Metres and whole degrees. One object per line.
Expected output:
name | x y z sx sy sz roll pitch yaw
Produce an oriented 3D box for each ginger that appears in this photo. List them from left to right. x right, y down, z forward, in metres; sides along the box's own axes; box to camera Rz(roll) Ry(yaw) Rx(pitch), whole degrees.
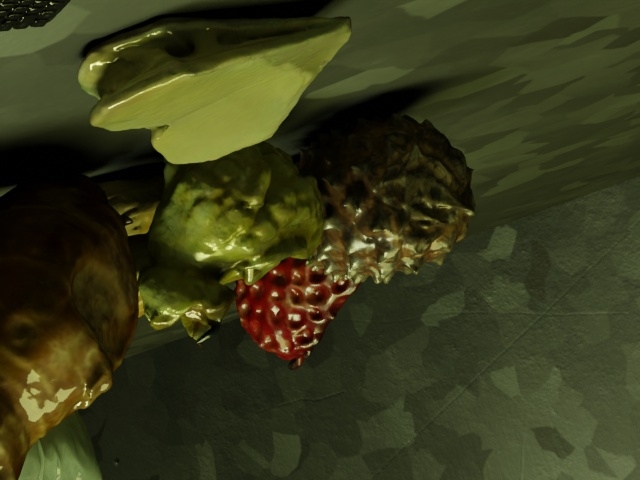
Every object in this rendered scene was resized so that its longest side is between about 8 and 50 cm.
ginger | -0.282 0.079 1.214 0.274 0.152 0.357 13 -121 48

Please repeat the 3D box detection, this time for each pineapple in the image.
pineapple | 0.015 -0.033 1.520 0.175 0.175 0.361 -14 -178 -26

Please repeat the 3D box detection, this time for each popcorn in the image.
popcorn | -0.096 -0.007 1.330 0.195 0.173 0.168 -54 178 4

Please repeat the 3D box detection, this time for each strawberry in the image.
strawberry | -0.010 0.015 1.754 0.253 0.150 0.280 -55 180 -12

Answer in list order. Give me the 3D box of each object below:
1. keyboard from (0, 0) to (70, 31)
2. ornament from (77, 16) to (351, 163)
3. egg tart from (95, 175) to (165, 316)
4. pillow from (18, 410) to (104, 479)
keyboard | -0.130 -0.152 0.726 0.087 0.017 0.250 -14 173 -34
ornament | -0.061 -0.117 1.024 0.180 0.059 0.201 -21 171 12
egg tart | -0.236 0.032 1.484 0.319 0.128 0.319 -19 175 -2
pillow | -0.386 0.160 1.565 0.138 0.283 0.310 -33 163 25
